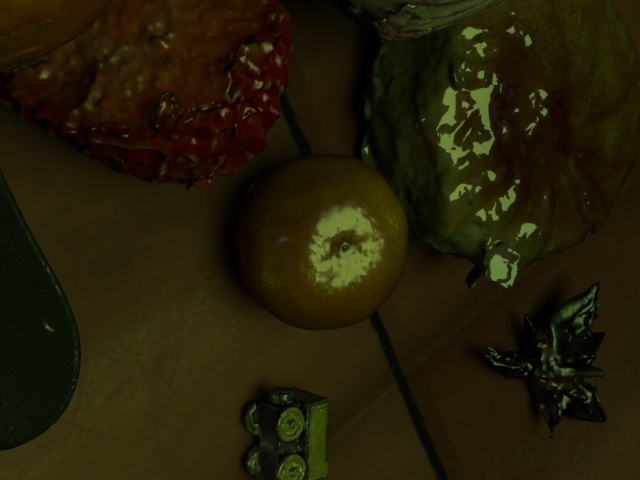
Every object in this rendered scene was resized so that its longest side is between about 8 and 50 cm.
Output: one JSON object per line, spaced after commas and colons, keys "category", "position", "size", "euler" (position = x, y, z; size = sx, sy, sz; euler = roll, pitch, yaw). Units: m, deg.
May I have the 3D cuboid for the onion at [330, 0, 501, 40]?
{"category": "onion", "position": [0.100, -0.267, 0.971], "size": [0.250, 0.247, 0.111], "euler": [-30, 140, -3]}

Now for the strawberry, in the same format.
{"category": "strawberry", "position": [-0.119, -0.129, 0.870], "size": [0.234, 0.234, 0.178], "euler": [-49, 153, -20]}

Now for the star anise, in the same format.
{"category": "star anise", "position": [0.265, 0.123, 1.257], "size": [0.212, 0.053, 0.157], "euler": [45, 72, -31]}

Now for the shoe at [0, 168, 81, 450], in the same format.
{"category": "shoe", "position": [-0.259, 0.034, 0.831], "size": [0.108, 0.093, 0.241], "euler": [-19, 88, -51]}

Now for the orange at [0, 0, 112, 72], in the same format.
{"category": "orange", "position": [-0.228, -0.219, 0.714], "size": [0.240, 0.240, 0.240], "euler": [-7, 102, -36]}

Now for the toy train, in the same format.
{"category": "toy train", "position": [-0.025, 0.230, 1.053], "size": [0.081, 0.060, 0.202], "euler": [-8, 103, -43]}

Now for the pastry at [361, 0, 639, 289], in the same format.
{"category": "pastry", "position": [0.179, -0.129, 1.096], "size": [0.330, 0.136, 0.329], "euler": [-7, 102, -35]}

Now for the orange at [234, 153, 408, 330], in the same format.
{"category": "orange", "position": [0.000, 0.000, 0.994], "size": [0.155, 0.134, 0.154], "euler": [-1, 96, -14]}
